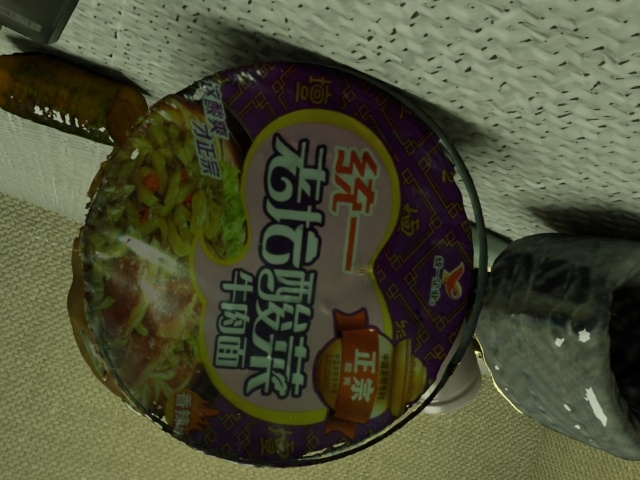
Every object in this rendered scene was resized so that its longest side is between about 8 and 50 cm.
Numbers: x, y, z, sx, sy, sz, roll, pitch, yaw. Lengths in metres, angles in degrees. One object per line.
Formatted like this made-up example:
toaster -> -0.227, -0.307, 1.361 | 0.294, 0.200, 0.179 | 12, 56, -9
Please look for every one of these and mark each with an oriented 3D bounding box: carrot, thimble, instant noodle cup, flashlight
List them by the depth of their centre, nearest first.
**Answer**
instant noodle cup -> -0.046, 0.012, 0.707 | 0.340, 0.339, 0.266 | 21, -179, -10
thimble -> 0.287, 0.102, 0.763 | 0.246, 0.217, 0.157 | 35, 162, -33
carrot -> -0.287, -0.162, 0.817 | 0.173, 0.082, 0.082 | 17, 170, 5
flashlight -> 0.156, -0.007, 0.911 | 0.201, 0.047, 0.093 | 24, 169, -22

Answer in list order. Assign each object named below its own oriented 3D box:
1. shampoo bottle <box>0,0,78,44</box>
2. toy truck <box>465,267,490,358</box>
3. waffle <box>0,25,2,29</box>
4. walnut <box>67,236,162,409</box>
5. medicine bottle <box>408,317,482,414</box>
shampoo bottle -> -0.164, -0.190, 0.420 | 0.080, 0.079, 0.246 | 22, 170, -25
toy truck -> 0.289, 0.113, 1.100 | 0.127, 0.127, 0.257 | 23, 166, -11
waffle -> -0.392, -0.242, 0.678 | 0.192, 0.046, 0.161 | 21, 172, -12
walnut -> -0.153, 0.066, 0.992 | 0.384, 0.383, 0.383 | 19, 170, 3
medicine bottle -> 0.151, 0.126, 1.073 | 0.133, 0.133, 0.249 | 10, 131, 42
